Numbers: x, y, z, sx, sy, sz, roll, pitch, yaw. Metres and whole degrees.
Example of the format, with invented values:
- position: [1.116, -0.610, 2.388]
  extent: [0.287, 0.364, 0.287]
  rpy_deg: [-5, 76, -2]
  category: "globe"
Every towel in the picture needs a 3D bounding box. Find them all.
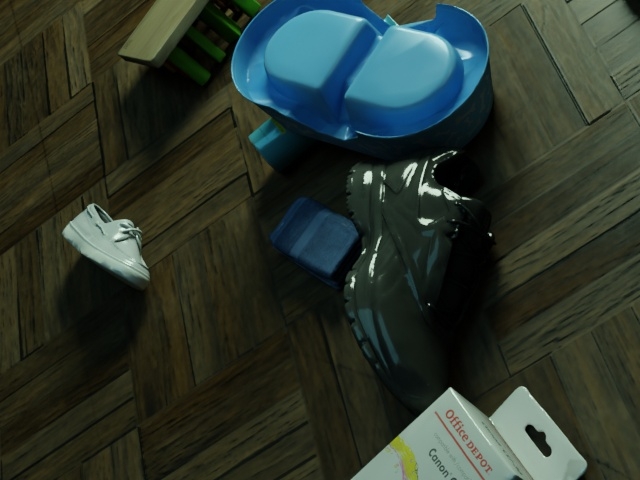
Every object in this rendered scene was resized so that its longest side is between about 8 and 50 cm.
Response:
- position: [0.000, 0.000, 1.336]
  extent: [0.067, 0.029, 0.119]
  rpy_deg: [-54, 40, -4]
  category: "towel"

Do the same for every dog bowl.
- position: [0.047, -0.167, 1.345]
  extent: [0.297, 0.074, 0.166]
  rpy_deg: [19, 68, 36]
  category: "dog bowl"

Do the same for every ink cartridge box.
- position: [0.104, 0.203, 1.061]
  extent: [0.198, 0.067, 0.115]
  rpy_deg: [-44, 40, 6]
  category: "ink cartridge box"

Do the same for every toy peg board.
- position: [-0.161, -0.271, 1.664]
  extent: [0.161, 0.079, 0.161]
  rpy_deg: [-54, 25, -6]
  category: "toy peg board"

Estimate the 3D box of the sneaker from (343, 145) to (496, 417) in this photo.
- position: [0.095, 0.022, 1.182]
  extent: [0.130, 0.109, 0.286]
  rpy_deg: [-20, 51, 22]
  category: "sneaker"

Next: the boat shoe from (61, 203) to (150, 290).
- position: [-0.239, 0.003, 1.530]
  extent: [0.063, 0.066, 0.184]
  rpy_deg: [-55, 31, -4]
  category: "boat shoe"

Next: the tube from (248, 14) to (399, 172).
- position: [0.016, -0.159, 1.433]
  extent: [0.207, 0.052, 0.080]
  rpy_deg: [-40, 52, 3]
  category: "tube"
